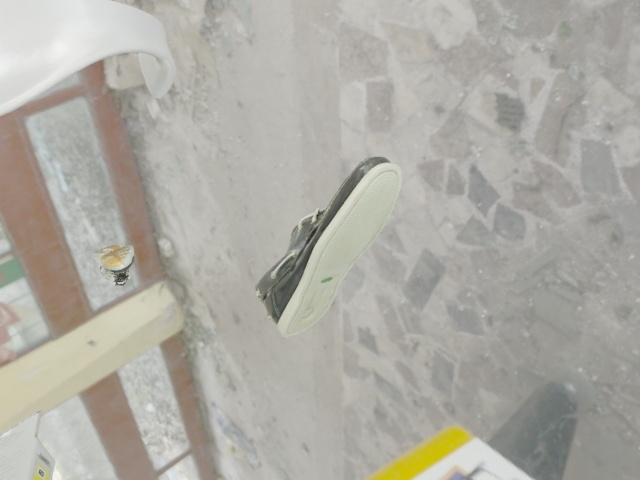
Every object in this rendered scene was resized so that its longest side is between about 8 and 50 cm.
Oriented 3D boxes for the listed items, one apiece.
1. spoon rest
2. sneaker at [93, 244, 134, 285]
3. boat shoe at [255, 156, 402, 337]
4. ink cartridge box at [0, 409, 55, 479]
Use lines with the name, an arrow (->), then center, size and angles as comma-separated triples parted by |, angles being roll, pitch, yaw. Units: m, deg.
spoon rest -> -0.225, -0.155, 0.494 | 0.084, 0.276, 0.137 | -22, 85, 41
sneaker -> -0.187, 0.025, 0.597 | 0.083, 0.032, 0.037 | 9, 120, 63
boat shoe -> 0.000, 0.000, 0.665 | 0.079, 0.084, 0.233 | 52, 126, 28
ink cartridge box -> -0.569, 0.457, 1.005 | 0.072, 0.304, 0.307 | 58, -179, -24
